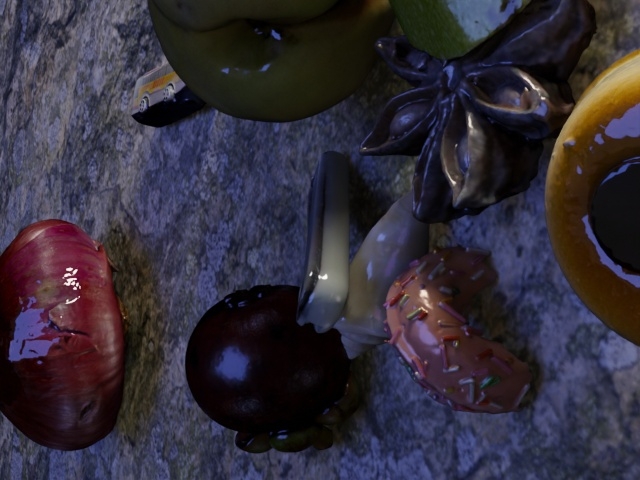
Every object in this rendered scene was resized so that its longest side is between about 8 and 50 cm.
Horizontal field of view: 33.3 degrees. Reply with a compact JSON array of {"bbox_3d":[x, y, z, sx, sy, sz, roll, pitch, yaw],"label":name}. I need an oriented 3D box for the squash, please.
[{"bbox_3d":[0.105,-0.243,0.849,0.192,0.085,0.184,-38,41,34],"label":"squash"}]

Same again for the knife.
[{"bbox_3d":[0.001,-0.003,1.050,0.266,0.040,0.073,-86,17,-56],"label":"knife"}]

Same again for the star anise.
[{"bbox_3d":[0.139,-0.125,0.893,0.236,0.109,0.223,-49,44,27],"label":"star anise"}]

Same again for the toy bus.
[{"bbox_3d":[-0.200,-0.204,1.452,0.172,0.057,0.072,-10,75,55],"label":"toy bus"}]

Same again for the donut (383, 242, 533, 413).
[{"bbox_3d":[0.110,0.073,0.921,0.065,0.117,0.166,-61,43,42],"label":"donut"}]

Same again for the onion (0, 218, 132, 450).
[{"bbox_3d":[-0.423,0.144,1.582,0.347,0.285,0.348,175,90,-66],"label":"onion"}]

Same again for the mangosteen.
[{"bbox_3d":[-0.046,0.142,1.124,0.199,0.199,0.200,-2,87,57],"label":"mangosteen"}]

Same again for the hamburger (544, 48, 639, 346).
[{"bbox_3d":[0.251,-0.024,0.685,0.236,0.147,0.237,14,110,46],"label":"hamburger"}]

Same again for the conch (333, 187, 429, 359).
[{"bbox_3d":[0.058,0.030,1.022,0.094,0.104,0.176,10,96,37],"label":"conch"}]

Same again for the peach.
[{"bbox_3d":[-0.052,-0.264,1.025,0.247,0.292,0.292,-19,69,16],"label":"peach"}]
